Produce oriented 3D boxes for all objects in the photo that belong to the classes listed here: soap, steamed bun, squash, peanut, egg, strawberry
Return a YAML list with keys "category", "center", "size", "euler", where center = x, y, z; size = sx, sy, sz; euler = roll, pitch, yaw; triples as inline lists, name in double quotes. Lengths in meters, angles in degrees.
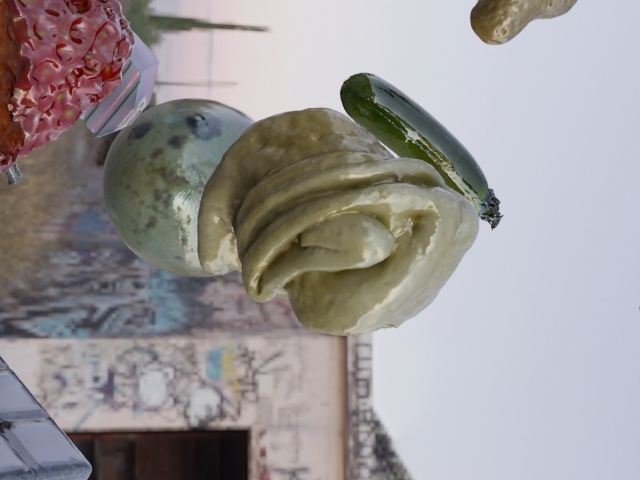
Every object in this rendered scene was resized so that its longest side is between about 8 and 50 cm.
- category: "soap"
  center: [-0.304, -0.226, 1.713]
  size: [0.149, 0.100, 0.056]
  euler: [-43, 176, 35]
- category: "steamed bun"
  center: [0.003, -0.002, 1.501]
  size: [0.230, 0.372, 0.325]
  euler: [-54, 154, -33]
- category: "squash"
  center: [0.160, -0.135, 1.712]
  size: [0.087, 0.331, 0.087]
  euler: [-45, -164, 17]
- category: "peanut"
  center: [0.316, -0.368, 1.698]
  size: [0.108, 0.226, 0.095]
  euler: [57, -10, -14]
- category: "egg"
  center: [-0.240, -0.104, 2.203]
  size: [0.428, 0.345, 0.345]
  euler: [37, 51, -73]
- category: "strawberry"
  center: [-0.270, -0.190, 1.065]
  size: [0.234, 0.178, 0.234]
  euler: [20, -60, 41]

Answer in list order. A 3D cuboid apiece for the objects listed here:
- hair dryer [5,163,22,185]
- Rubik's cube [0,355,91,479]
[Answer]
- category: "hair dryer"
  center: [-0.652, -0.209, 1.933]
  size: [0.301, 0.361, 0.121]
  euler: [-41, -168, 27]
- category: "Rubik's cube"
  center: [-0.522, 0.300, 1.400]
  size: [0.303, 0.305, 0.301]
  euler: [41, -70, 28]
